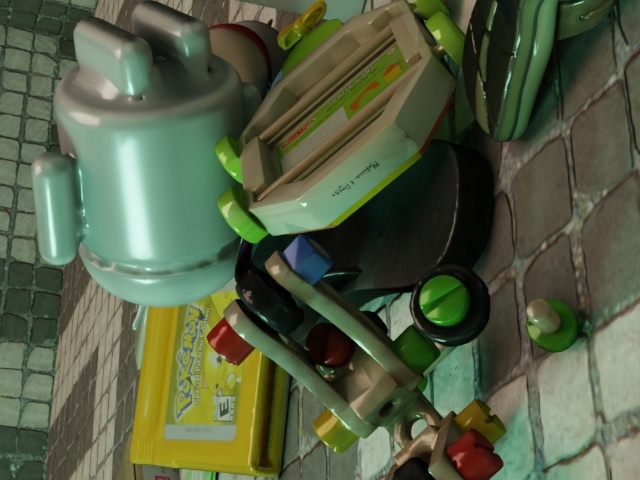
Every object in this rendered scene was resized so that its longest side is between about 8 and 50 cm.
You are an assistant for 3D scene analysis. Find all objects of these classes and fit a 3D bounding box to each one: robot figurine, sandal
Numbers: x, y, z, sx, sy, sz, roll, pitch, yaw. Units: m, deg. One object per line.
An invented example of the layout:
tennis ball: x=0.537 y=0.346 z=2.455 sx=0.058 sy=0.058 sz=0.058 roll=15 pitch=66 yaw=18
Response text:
robot figurine: x=-0.177 y=-0.075 z=1.309 sx=0.199 sy=0.299 sz=0.354 roll=33 pitch=135 yaw=45
sandal: x=0.001 y=-0.003 z=1.174 sx=0.445 sy=0.107 sz=0.168 roll=-29 pitch=54 yaw=58
sandal: x=0.175 y=-0.197 z=0.886 sx=0.303 sy=0.086 sz=0.120 roll=101 pitch=162 yaw=-55

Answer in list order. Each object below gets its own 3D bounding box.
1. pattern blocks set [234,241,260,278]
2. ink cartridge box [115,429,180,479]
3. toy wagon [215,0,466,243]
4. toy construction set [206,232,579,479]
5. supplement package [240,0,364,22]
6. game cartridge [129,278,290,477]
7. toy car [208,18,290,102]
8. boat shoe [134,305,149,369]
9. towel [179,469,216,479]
pattern blocks set: x=-0.013 y=-0.055 z=1.353 sx=0.324 sy=0.026 sz=0.286 roll=3 pitch=84 yaw=59
ink cartridge box: x=-0.263 y=0.440 z=1.821 sx=0.235 sy=0.088 sz=0.193 roll=-109 pitch=35 yaw=-54
toy wagon: x=0.016 y=-0.142 z=1.155 sx=0.267 sy=0.068 sz=0.344 roll=-39 pitch=26 yaw=14
toy construction set: x=0.042 y=0.167 z=0.946 sx=0.309 sy=0.257 sz=0.237 roll=-66 pitch=-26 yaw=-5
supplement package: x=-0.056 y=-0.399 z=1.448 sx=0.263 sy=0.198 sz=0.199 roll=-127 pitch=48 yaw=-64
game cartridge: x=-0.144 y=0.155 z=1.547 sx=0.323 sy=0.052 sz=0.286 roll=-10 pitch=70 yaw=52
toy car: x=-0.110 y=-0.209 z=1.604 sx=0.238 sy=0.219 sz=0.210 roll=-56 pitch=-12 yaw=-59
boat shoe: x=-0.241 y=0.072 z=1.955 sx=0.112 sy=0.095 sz=0.335 roll=-111 pitch=30 yaw=-60
towel: x=-0.170 y=0.317 z=1.723 sx=0.152 sy=0.023 sz=0.113 roll=-161 pitch=78 yaw=-68
